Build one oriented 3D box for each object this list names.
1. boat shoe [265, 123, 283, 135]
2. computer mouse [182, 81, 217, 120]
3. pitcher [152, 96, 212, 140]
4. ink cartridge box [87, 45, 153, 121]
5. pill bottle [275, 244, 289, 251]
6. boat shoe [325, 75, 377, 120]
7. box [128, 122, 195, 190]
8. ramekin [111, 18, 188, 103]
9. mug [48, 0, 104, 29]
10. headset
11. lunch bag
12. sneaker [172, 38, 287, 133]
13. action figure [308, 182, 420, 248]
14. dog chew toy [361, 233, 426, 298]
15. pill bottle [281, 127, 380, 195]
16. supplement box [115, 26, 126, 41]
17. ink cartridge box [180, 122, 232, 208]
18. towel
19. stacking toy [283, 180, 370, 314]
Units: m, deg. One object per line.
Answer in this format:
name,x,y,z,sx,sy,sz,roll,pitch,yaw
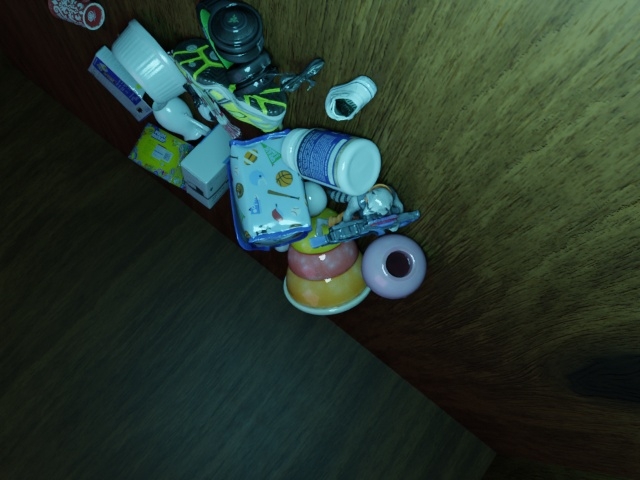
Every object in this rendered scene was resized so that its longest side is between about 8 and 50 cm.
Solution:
boat shoe,-0.189,-0.388,1.783,0.178,0.060,0.064,48,162,-26
computer mouse,-0.383,-0.433,1.894,0.106,0.042,0.193,53,-178,20
pitcher,-0.526,-0.466,2.236,0.178,0.125,0.207,9,159,34
ink cartridge box,-0.836,-0.657,2.479,0.307,0.072,0.303,44,162,-23
pill bottle,-0.185,-0.078,2.374,0.323,0.181,0.181,36,163,10
boat shoe,0.051,-0.328,1.396,0.083,0.076,0.226,43,163,-9
box,-0.596,-0.327,2.484,0.290,0.177,0.279,29,180,31
ramekin,-0.549,-0.561,1.876,0.273,0.127,0.273,48,178,2
mug,-0.851,-0.815,2.023,0.169,0.113,0.150,29,163,22
headset,-0.164,-0.475,1.453,0.394,0.185,0.243,47,166,36
lunch bag,-0.173,-0.141,1.889,0.385,0.239,0.328,137,123,-84
sneaker,-0.272,-0.433,1.674,0.384,0.145,0.147,38,153,10
action figure,0.087,-0.085,1.676,0.330,0.341,0.178,-16,89,64
dog chew toy,0.226,0.091,1.927,0.206,0.206,0.332,39,172,1
pill bottle,0.022,-0.224,1.595,0.264,0.153,0.153,24,157,42
supplement box,-0.685,-0.706,2.056,0.055,0.043,0.083,45,162,-19
ink cartridge box,-0.410,-0.280,2.256,0.129,0.223,0.307,38,164,2
towel,-0.341,-0.438,1.834,0.329,0.037,0.237,53,-178,-1
stacking toy,0.000,0.000,2.096,0.350,0.350,0.480,26,142,38
